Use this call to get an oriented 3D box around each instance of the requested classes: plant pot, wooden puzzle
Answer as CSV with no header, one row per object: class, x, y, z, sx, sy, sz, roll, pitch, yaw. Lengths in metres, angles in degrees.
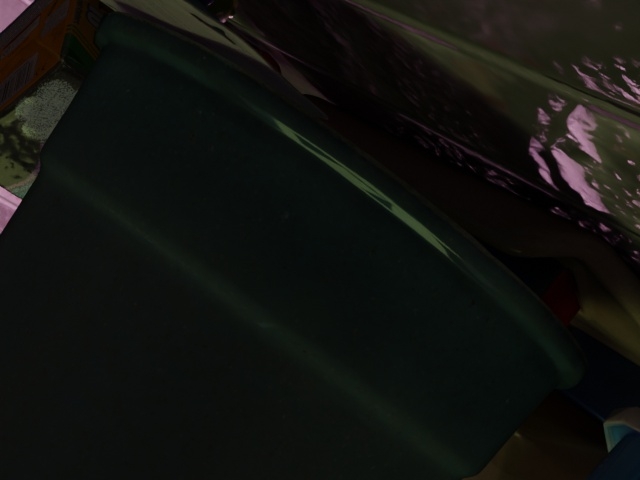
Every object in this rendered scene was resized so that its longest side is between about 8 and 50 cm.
plant pot,-0.084,0.111,0.586,0.341,0.334,0.341,35,173,5
wooden puzzle,0.144,0.042,0.746,0.348,0.080,0.322,36,180,-35

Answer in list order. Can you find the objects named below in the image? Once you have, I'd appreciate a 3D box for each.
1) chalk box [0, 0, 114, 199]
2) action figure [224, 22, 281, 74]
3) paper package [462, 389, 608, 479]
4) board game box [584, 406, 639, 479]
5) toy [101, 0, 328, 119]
chalk box,-0.200,-0.113,1.077,0.289,0.180,0.179,37,-146,-36
action figure,-0.125,-0.145,0.813,0.139,0.091,0.280,25,-174,-33
paper package,0.225,0.215,0.873,0.325,0.168,0.309,13,-173,-14
board game box,0.307,0.295,0.500,0.390,0.050,0.390,30,153,40
toy,-0.089,-0.142,0.526,0.137,0.056,0.237,34,177,-37
